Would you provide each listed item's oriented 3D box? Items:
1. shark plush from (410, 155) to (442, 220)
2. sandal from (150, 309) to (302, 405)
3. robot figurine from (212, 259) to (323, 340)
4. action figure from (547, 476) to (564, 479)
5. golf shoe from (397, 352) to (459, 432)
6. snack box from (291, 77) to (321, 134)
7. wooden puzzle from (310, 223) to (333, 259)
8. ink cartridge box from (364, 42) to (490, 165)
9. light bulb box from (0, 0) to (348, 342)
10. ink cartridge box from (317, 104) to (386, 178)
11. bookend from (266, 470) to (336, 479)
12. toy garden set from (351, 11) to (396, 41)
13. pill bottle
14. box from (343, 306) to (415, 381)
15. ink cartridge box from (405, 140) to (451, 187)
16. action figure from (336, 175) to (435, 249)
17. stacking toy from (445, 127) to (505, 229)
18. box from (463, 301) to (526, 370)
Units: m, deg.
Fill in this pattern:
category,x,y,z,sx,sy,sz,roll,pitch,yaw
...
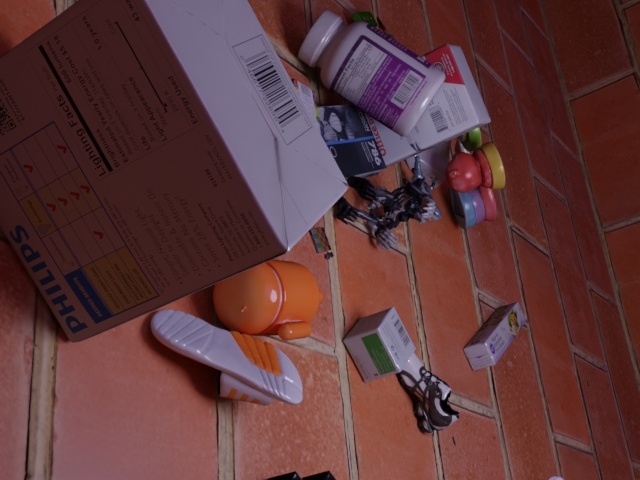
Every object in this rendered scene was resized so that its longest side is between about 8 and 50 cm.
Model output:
category,x,y,z,sx,sy,sz,roll,pitch,yaw
shark plush,0.257,-0.128,2.118,0.073,0.067,0.161,-2,86,-61
sandal,-0.149,0.187,1.307,0.265,0.076,0.102,28,30,-19
robot figurine,-0.089,0.092,1.401,0.219,0.128,0.158,9,71,-57
action figure,0.333,0.602,1.613,0.370,0.275,0.248,12,66,-70
golf shoe,0.225,0.299,1.792,0.077,0.093,0.198,-27,92,-58
snack box,-0.082,-0.155,1.522,0.070,0.174,0.207,20,54,-50
wooden puzzle,0.000,0.000,1.716,0.049,0.006,0.083,-13,82,-59
ink cartridge box,0.232,-0.314,2.028,0.114,0.272,0.197,-18,86,-63
light bulb box,-0.223,-0.114,1.091,0.358,0.361,0.225,61,29,-10
ink cartridge box,0.052,-0.212,1.883,0.332,0.065,0.166,-21,88,-60
bookend,-0.022,0.412,1.348,0.156,0.072,0.157,57,32,-17
toy garden set,0.170,-0.483,2.259,0.244,0.049,0.204,60,26,-2
pill bottle,0.108,-0.373,1.884,0.301,0.169,0.169,34,34,2
box,0.116,0.204,1.686,0.101,0.087,0.102,62,32,-9
ink cartridge box,0.240,-0.264,2.244,0.224,0.056,0.181,35,40,-15
action figure,0.159,-0.062,1.865,0.275,0.164,0.141,6,40,-48
stacking toy,0.360,-0.189,2.239,0.309,0.130,0.280,80,-8,-61
box,0.455,0.242,2.217,0.324,0.067,0.063,-29,95,-58
